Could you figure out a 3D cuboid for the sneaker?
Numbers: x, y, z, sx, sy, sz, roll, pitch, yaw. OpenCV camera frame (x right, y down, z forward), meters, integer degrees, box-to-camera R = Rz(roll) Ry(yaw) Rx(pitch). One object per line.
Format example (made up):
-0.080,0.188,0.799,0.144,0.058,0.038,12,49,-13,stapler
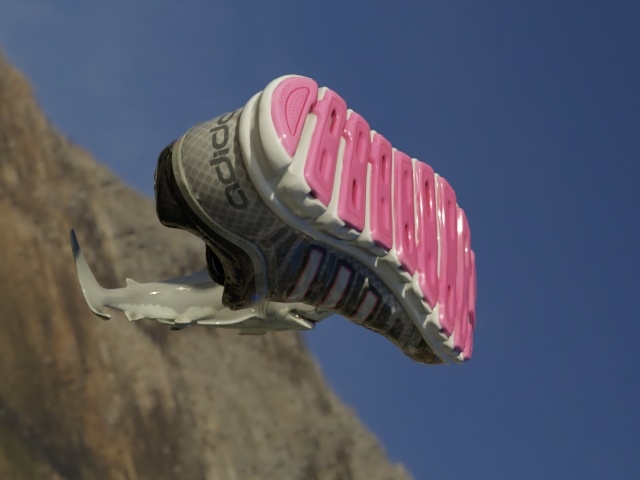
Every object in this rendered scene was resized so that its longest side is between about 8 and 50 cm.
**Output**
0.000,0.000,0.648,0.074,0.170,0.063,-13,-120,26,sneaker

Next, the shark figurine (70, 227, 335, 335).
-0.131,0.039,1.870,0.166,0.278,0.116,154,-60,-72,shark figurine
